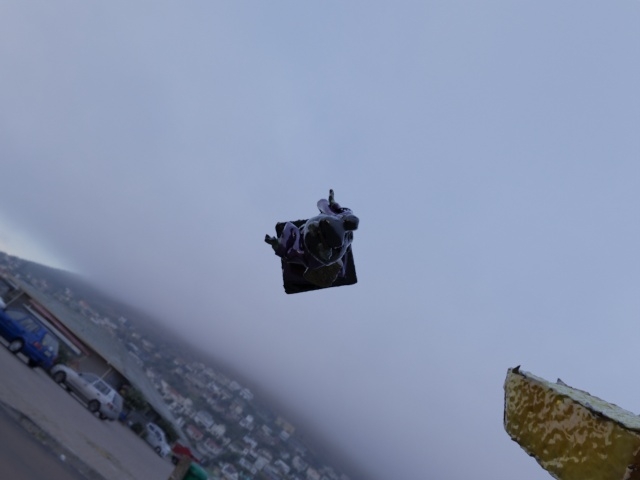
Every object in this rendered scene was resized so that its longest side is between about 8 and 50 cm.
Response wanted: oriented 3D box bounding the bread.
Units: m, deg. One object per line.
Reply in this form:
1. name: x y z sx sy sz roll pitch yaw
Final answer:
1. bread: 0.211 0.150 0.321 0.103 0.065 0.187 16 0 -7

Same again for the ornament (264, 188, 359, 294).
1. ornament: -0.009 0.002 0.370 0.203 0.081 0.088 72 8 -84
